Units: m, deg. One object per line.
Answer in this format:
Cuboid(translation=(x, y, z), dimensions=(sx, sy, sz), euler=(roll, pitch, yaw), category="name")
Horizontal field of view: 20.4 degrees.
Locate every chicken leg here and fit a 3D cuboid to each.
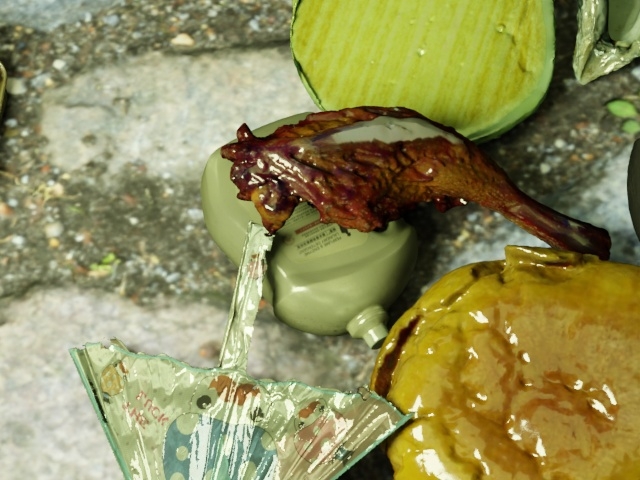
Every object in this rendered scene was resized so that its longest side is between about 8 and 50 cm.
Cuboid(translation=(0.101, -0.059, 1.732), dimensions=(0.407, 0.096, 0.158), euler=(13, 49, -17), category="chicken leg")

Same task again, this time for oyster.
Cuboid(translation=(0.324, -0.310, 1.891), dimensions=(0.199, 0.087, 0.252), euler=(-18, 89, -36), category="oyster")

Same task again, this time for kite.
Cuboid(translation=(-0.088, 0.163, 1.679), dimensions=(0.406, 0.014, 0.368), euler=(8, 83, 33), category="kite")

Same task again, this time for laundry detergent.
Cuboid(translation=(0.000, 0.000, 1.771), dimensions=(0.181, 0.091, 0.253), euler=(-25, 65, -20), category="laundry detergent")

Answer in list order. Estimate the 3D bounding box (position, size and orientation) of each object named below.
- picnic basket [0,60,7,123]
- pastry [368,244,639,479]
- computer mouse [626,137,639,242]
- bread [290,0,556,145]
Cuboid(translation=(-0.466, -0.141, 1.844), dimensions=(0.267, 0.139, 0.165), euler=(8, 66, 7), category="picnic basket")
Cuboid(translation=(0.220, 0.162, 1.644), dimensions=(0.356, 0.164, 0.356), euler=(0, 65, 1), category="pastry")
Cuboid(translation=(0.374, 0.025, 1.695), dimensions=(0.087, 0.168, 0.295), euler=(-30, 68, -2), category="computer mouse")
Cuboid(translation=(0.109, -0.218, 1.890), dimensions=(0.301, 0.045, 0.301), euler=(-2, 63, 4), category="bread")
